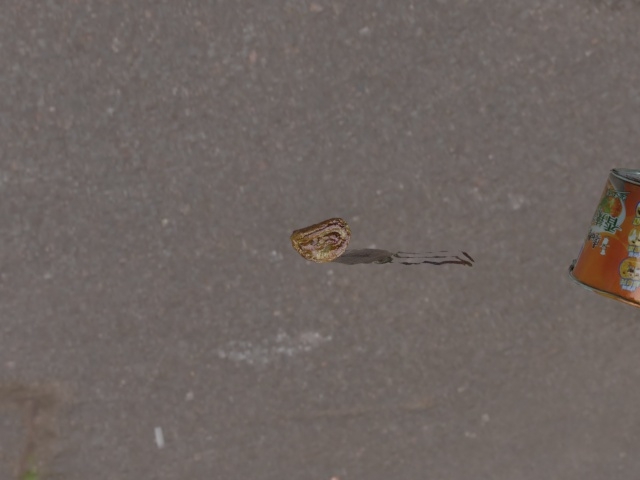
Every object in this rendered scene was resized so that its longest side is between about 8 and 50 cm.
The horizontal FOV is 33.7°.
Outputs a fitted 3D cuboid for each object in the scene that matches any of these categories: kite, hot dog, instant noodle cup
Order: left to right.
[{"bbox_3d":[0.000,0.000,1.400,0.083,0.035,0.058,-19,123,26],"label":"hot dog"},{"bbox_3d":[0.101,0.022,1.457,0.229,0.016,0.127,2,-169,22],"label":"kite"},{"bbox_3d":[0.622,-0.003,1.932,0.296,0.296,0.214,4,105,-29],"label":"instant noodle cup"}]
